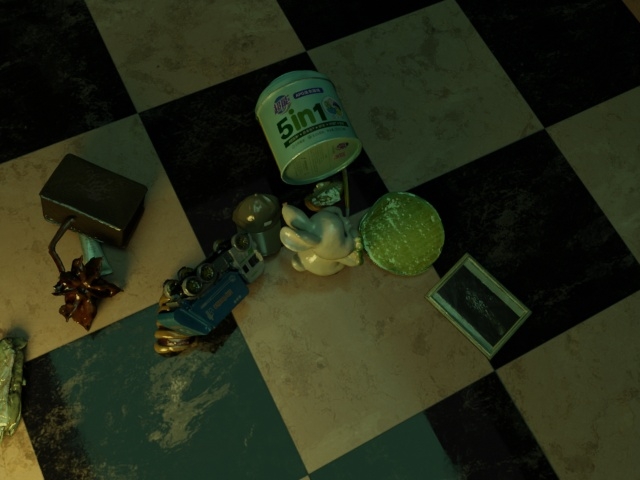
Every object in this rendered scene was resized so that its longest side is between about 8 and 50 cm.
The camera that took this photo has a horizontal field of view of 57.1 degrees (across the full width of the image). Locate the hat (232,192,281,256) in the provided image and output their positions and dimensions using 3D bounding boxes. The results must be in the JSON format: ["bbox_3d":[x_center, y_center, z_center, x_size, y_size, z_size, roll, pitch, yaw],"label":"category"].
[{"bbox_3d":[-0.196,-0.048,1.906,0.166,0.144,0.173,-12,49,-7],"label":"hat"}]

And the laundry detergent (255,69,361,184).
[{"bbox_3d":[-0.052,-0.386,1.953,0.287,0.287,0.305,-19,74,-12],"label":"laundry detergent"}]

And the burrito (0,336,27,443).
[{"bbox_3d":[-0.906,0.429,1.689,0.096,0.066,0.309,-3,70,-1],"label":"burrito"}]

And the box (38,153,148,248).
[{"bbox_3d":[-0.700,-0.117,1.828,0.273,0.143,0.184,24,60,-9],"label":"box"}]

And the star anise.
[{"bbox_3d":[-0.714,0.103,1.749,0.148,0.237,0.346,-12,93,33],"label":"star anise"}]

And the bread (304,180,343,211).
[{"bbox_3d":[0.017,-0.139,1.907,0.128,0.232,0.088,-37,100,-4],"label":"bread"}]

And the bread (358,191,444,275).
[{"bbox_3d":[0.277,-0.022,1.979,0.301,0.045,0.301,1,72,-4],"label":"bread"}]

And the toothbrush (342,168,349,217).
[{"bbox_3d":[0.093,-0.129,2.013,0.024,0.021,0.288,3,70,-16],"label":"toothbrush"}]

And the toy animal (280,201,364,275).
[{"bbox_3d":[0.006,-0.004,1.806,0.247,0.310,0.183,-4,73,-1],"label":"toy animal"}]

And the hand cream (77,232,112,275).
[{"bbox_3d":[-0.728,0.020,1.866,0.078,0.050,0.205,-15,74,-29],"label":"hand cream"}]

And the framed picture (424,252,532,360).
[{"bbox_3d":[0.520,0.210,1.932,0.293,0.018,0.231,44,72,10],"label":"framed picture"}]

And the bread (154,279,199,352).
[{"bbox_3d":[-0.435,0.232,1.798,0.134,0.081,0.225,2,69,-6],"label":"bread"}]

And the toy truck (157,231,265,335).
[{"bbox_3d":[-0.325,0.130,1.762,0.367,0.146,0.175,-46,112,-34],"label":"toy truck"}]
